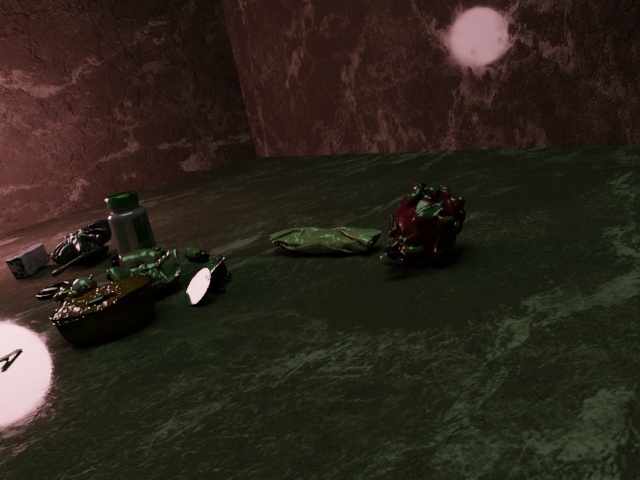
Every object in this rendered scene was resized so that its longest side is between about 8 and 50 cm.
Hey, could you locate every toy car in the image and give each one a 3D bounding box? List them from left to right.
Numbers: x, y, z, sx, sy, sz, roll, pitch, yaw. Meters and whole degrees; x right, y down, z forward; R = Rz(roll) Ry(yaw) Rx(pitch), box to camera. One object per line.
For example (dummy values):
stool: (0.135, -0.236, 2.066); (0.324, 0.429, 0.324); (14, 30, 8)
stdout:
toy car: (-0.308, 0.104, 1.607); (0.062, 0.071, 0.165); (-21, 17, 6)

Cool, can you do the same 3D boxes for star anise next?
star anise: (-0.954, 0.036, 2.201); (0.316, 0.139, 0.359); (-4, 32, 48)

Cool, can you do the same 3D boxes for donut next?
donut: (-0.563, 0.187, 1.457); (0.272, 0.107, 0.272); (-15, 14, 4)

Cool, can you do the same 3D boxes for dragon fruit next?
dragon fruit: (0.274, -0.026, 1.469); (0.198, 0.272, 0.218); (30, -7, -25)

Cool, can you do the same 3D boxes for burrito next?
burrito: (0.000, 0.000, 1.724); (0.392, 0.076, 0.117); (-1, 21, 31)

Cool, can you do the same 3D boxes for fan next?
fan: (-0.316, 0.106, 1.514); (0.175, 0.005, 0.113); (-47, 36, 15)

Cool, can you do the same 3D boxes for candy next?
candy: (-1.165, 0.083, 2.208); (0.073, 0.092, 0.160); (-13, 18, 13)

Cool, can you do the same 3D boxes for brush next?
brush: (-0.787, 0.293, 1.399); (0.016, 0.013, 0.083); (-4, 10, 7)

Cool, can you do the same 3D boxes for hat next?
hat: (-0.532, 0.125, 1.700); (0.214, 0.149, 0.244); (-20, -19, -25)

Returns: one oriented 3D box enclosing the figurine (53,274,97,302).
figurine: (-0.773, 0.159, 1.753); (0.143, 0.068, 0.101); (-20, 1, 35)

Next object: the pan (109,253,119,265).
pan: (-0.751, 0.052, 2.143); (0.136, 0.028, 0.235); (-17, 21, -21)

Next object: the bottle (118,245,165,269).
bottle: (-0.590, 0.074, 1.853); (0.152, 0.099, 0.099); (-18, 18, -29)

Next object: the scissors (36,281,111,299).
scissors: (-0.806, 0.158, 1.845); (0.300, 0.022, 0.109); (-6, 21, 13)

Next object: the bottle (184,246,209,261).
bottle: (-0.423, 0.052, 1.901); (0.101, 0.047, 0.063); (9, 53, 40)

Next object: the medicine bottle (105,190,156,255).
medicine bottle: (-0.659, -0.032, 1.928); (0.133, 0.274, 0.133); (-11, 18, 3)
